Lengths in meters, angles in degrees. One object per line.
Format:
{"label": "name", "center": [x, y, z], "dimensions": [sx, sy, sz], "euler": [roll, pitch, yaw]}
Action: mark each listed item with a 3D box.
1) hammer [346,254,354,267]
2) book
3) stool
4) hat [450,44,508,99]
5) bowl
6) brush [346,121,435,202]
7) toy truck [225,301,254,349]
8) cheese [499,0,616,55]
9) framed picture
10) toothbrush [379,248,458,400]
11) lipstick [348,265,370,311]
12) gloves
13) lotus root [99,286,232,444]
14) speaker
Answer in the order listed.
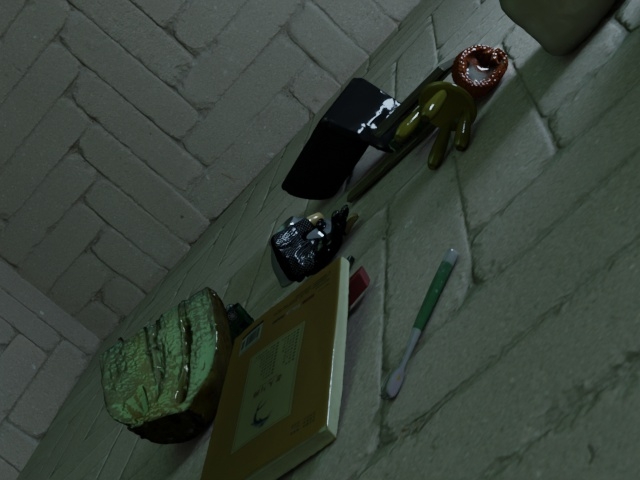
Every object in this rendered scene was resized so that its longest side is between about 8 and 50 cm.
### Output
{"label": "hammer", "center": [-0.009, 0.097, 1.678], "dimensions": [0.199, 0.013, 0.062], "euler": [-41, 14, 35]}
{"label": "book", "center": [-0.065, 0.206, 1.332], "dimensions": [0.269, 0.032, 0.389], "euler": [-38, 23, 27]}
{"label": "stool", "center": [0.210, -0.207, 1.608], "dimensions": [0.135, 0.134, 0.110], "euler": [11, 51, 23]}
{"label": "hat", "center": [0.286, -0.301, 1.741], "dimensions": [0.112, 0.093, 0.162], "euler": [-43, -9, -19]}
{"label": "bowl", "center": [-0.055, 0.002, 1.975], "dimensions": [0.189, 0.086, 0.189], "euler": [-46, 13, 13]}
{"label": "brush", "center": [0.149, -0.183, 1.924], "dimensions": [0.282, 0.048, 0.054], "euler": [-44, 8, 29]}
{"label": "toy truck", "center": [-0.199, 0.203, 1.881], "dimensions": [0.147, 0.079, 0.065], "euler": [-50, 10, 1]}
{"label": "cheese", "center": [0.409, -0.448, 1.503], "dimensions": [0.248, 0.173, 0.251], "euler": [-48, 6, 14]}
{"label": "framed picture", "center": [0.207, -0.295, 1.819], "dimensions": [0.189, 0.023, 0.260], "euler": [-44, -1, 27]}
{"label": "toothbrush", "center": [0.129, 0.100, 1.145], "dimensions": [0.024, 0.018, 0.257], "euler": [-45, 11, 51]}
{"label": "lipstick", "center": [-0.029, 0.165, 1.449], "dimensions": [0.312, 0.051, 0.051], "euler": [-46, 13, 6]}
{"label": "gloves", "center": [0.001, 0.003, 1.796], "dimensions": [0.180, 0.106, 0.129], "euler": [-22, 8, -12]}
{"label": "lotus root", "center": [-0.262, 0.268, 1.713], "dimensions": [0.267, 0.149, 0.260], "euler": [-33, 41, 7]}
{"label": "speaker", "center": [0.068, -0.213, 2.142], "dimensions": [0.180, 0.184, 0.388], "euler": [-54, 2, -31]}
